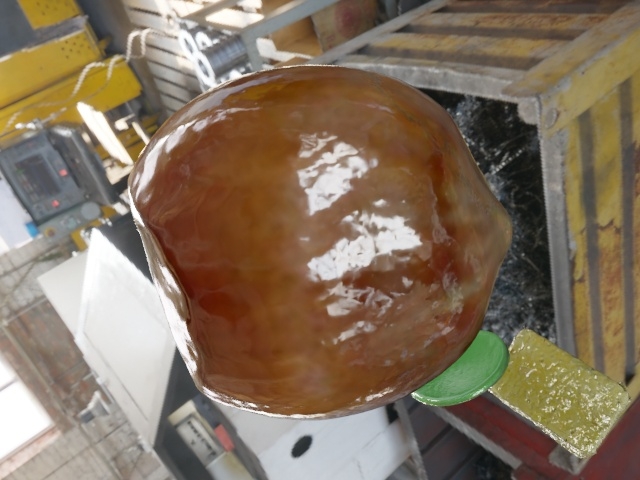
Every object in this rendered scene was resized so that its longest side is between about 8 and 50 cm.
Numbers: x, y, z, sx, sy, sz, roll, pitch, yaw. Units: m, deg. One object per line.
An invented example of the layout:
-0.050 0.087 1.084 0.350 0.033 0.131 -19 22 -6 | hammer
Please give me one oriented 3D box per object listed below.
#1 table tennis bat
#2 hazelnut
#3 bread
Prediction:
0.182 0.200 0.974 0.257 0.160 0.039 -7 119 48 | table tennis bat
-0.008 0.000 0.619 0.366 0.366 0.366 43 154 27 | hazelnut
0.389 0.251 1.003 0.196 0.138 0.102 32 166 27 | bread
